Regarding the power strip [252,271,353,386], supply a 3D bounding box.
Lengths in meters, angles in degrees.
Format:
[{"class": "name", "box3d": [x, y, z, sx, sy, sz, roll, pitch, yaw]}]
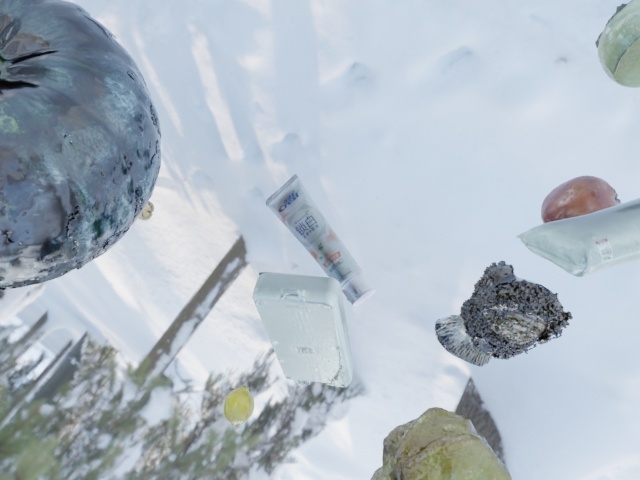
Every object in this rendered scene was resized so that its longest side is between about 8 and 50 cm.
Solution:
[{"class": "power strip", "box3d": [-0.012, 0.098, 0.589, 0.082, 0.035, 0.192, 2, 141, 12]}]

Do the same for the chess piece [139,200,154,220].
[{"class": "chess piece", "box3d": [-0.459, -0.089, 1.364, 0.122, 0.066, 0.066, 19, 150, 26]}]

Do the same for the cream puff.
[{"class": "cream puff", "box3d": [0.161, 0.358, 0.770, 0.244, 0.196, 0.244, 63, 172, 15]}]

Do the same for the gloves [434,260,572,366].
[{"class": "gloves", "box3d": [0.390, 0.165, 1.228, 0.210, 0.135, 0.312, 45, 139, -9]}]

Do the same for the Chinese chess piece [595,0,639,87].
[{"class": "Chinese chess piece", "box3d": [0.593, -0.359, 1.012, 0.189, 0.083, 0.188, -10, 149, -6]}]

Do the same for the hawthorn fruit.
[{"class": "hawthorn fruit", "box3d": [0.588, -0.056, 1.318, 0.201, 0.179, 0.179, -21, 124, 35]}]

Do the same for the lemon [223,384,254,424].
[{"class": "lemon", "box3d": [-0.163, 0.330, 1.145, 0.062, 0.083, 0.062, 18, 178, 1]}]

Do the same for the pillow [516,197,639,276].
[{"class": "pillow", "box3d": [0.425, -0.016, 0.800, 0.144, 0.254, 0.078, -142, 38, -72]}]

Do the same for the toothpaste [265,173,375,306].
[{"class": "toothpaste", "box3d": [0.000, 0.000, 1.244, 0.323, 0.100, 0.066, 52, -167, 20]}]

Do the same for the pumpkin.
[{"class": "pumpkin", "box3d": [-0.234, -0.074, 0.401, 0.233, 0.233, 0.163, 30, 143, 6]}]
